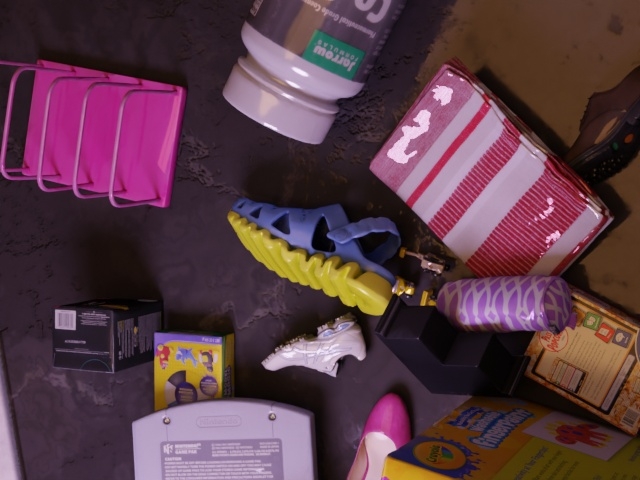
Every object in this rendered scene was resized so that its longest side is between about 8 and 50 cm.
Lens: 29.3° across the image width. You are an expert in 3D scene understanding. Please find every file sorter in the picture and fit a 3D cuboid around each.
[{"bbox_3d":[-0.400,-0.178,1.997,0.290,0.182,0.202,13,99,22],"label":"file sorter"}]

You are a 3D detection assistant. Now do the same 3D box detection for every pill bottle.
[{"bbox_3d":[0.009,-0.339,1.801,0.204,0.204,0.361,32,106,18],"label":"pill bottle"}]

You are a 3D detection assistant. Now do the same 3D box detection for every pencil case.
[{"bbox_3d":[0.266,0.095,1.761,0.206,0.088,0.086,-2,57,43],"label":"pencil case"}]

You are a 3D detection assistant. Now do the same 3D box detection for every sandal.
[{"bbox_3d":[0.000,0.000,1.890,0.317,0.126,0.138,24,71,25],"label":"sandal"}]

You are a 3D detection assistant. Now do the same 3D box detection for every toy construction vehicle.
[{"bbox_3d":[0.159,0.061,1.862,0.098,0.035,0.086,18,111,23],"label":"toy construction vehicle"}]

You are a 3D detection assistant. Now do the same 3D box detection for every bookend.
[{"bbox_3d":[0.187,0.149,1.746,0.156,0.157,0.072,-5,47,48],"label":"bookend"}]

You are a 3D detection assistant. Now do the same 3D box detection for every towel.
[{"bbox_3d":[0.238,-0.073,1.776,0.329,0.037,0.237,46,130,13],"label":"towel"}]

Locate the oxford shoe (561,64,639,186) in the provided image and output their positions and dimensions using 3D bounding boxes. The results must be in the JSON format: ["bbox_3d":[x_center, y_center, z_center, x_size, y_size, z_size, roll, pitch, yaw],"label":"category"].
[{"bbox_3d":[0.401,-0.155,1.728,0.227,0.082,0.096,-45,51,23],"label":"oxford shoe"}]

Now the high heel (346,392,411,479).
[{"bbox_3d":[0.072,0.355,1.871,0.082,0.117,0.244,22,102,20],"label":"high heel"}]

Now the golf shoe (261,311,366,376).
[{"bbox_3d":[-0.009,0.183,1.923,0.176,0.069,0.086,-25,90,24],"label":"golf shoe"}]

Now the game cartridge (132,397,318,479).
[{"bbox_3d":[-0.150,0.350,1.943,0.297,0.062,0.198,-3,84,12],"label":"game cartridge"}]

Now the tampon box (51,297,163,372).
[{"bbox_3d":[-0.348,0.152,2.010,0.120,0.161,0.101,2,94,22],"label":"tampon box"}]

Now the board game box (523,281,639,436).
[{"bbox_3d":[0.400,0.168,1.757,0.193,0.045,0.147,30,105,18],"label":"board game box"}]

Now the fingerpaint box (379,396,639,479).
[{"bbox_3d":[0.308,0.357,1.594,0.371,0.445,0.163,16,100,21],"label":"fingerpaint box"}]

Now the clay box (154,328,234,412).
[{"bbox_3d":[-0.208,0.261,2.017,0.127,0.053,0.222,2,94,22],"label":"clay box"}]
